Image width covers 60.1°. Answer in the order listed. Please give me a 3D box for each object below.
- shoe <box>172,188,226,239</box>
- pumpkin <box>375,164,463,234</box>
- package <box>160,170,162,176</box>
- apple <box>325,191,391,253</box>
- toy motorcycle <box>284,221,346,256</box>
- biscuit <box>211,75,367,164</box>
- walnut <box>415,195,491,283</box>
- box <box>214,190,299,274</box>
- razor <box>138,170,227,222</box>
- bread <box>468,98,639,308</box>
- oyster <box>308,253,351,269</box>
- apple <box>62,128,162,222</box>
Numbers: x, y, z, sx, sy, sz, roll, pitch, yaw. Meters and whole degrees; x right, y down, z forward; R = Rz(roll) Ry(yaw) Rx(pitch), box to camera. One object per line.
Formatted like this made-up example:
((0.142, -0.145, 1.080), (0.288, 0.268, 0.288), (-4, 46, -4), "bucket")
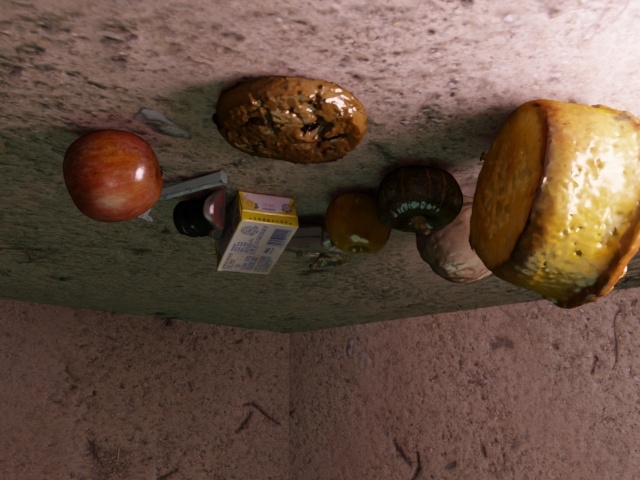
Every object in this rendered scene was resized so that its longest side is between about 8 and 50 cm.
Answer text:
((-0.321, -0.071, 1.470), (0.137, 0.114, 0.291), (5, 168, -14), "shoe")
((0.240, -0.085, 1.351), (0.219, 0.162, 0.219), (-2, 159, -1), "pumpkin")
((-0.484, -0.130, 1.385), (0.154, 0.030, 0.239), (-5, 161, -23), "package")
((0.102, -0.044, 1.482), (0.182, 0.155, 0.182), (3, 170, 0), "apple")
((0.000, 0.000, 1.716), (0.341, 0.107, 0.223), (-2, 173, 23), "toy motorcycle")
((-0.056, -0.215, 1.052), (0.296, 0.075, 0.296), (0, 163, 0), "biscuit")
((0.382, -0.007, 1.497), (0.248, 0.248, 0.248), (-1, 163, 0), "walnut")
((-0.186, -0.015, 1.553), (0.168, 0.097, 0.265), (6, 144, -22), "box")
((-0.356, -0.119, 1.370), (0.278, 0.056, 0.111), (-20, 161, 16), "razor")
((0.435, -0.075, 1.019), (0.215, 0.398, 0.398), (13, 162, -3), "bread")
((0.034, 0.077, 2.074), (0.166, 0.053, 0.108), (-7, 174, -4), "oyster")
((-0.418, -0.132, 1.129), (0.174, 0.188, 0.188), (-10, 164, -4), "apple")
